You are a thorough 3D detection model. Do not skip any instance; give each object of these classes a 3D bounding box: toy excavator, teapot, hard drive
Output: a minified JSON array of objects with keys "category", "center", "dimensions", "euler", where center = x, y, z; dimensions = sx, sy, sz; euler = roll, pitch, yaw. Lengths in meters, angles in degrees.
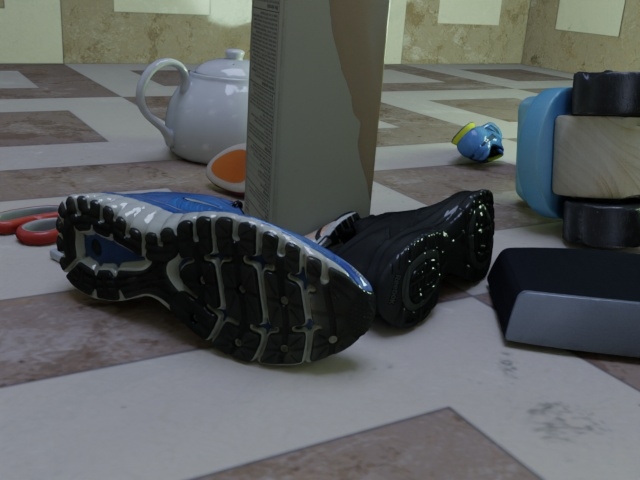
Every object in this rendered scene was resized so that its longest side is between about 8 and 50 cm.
[{"category":"toy excavator","center":[0.408,-0.150,1.181],"dimensions":[0.433,0.222,0.445],"euler":[-7,13,-31]},{"category":"teapot","center":[-0.161,-0.245,1.335],"dimensions":[0.253,0.187,0.256],"euler":[6,20,9]},{"category":"hard drive","center":[0.304,0.059,0.748],"dimensions":[0.255,0.054,0.172],"euler":[5,19,4]}]

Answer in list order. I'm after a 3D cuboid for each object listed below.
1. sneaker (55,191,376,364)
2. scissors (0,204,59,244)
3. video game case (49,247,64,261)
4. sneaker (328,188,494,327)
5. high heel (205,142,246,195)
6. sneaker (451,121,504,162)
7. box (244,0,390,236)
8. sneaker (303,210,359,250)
[{"category":"sneaker","center":[-0.089,0.010,0.704],"dimensions":[0.330,0.129,0.147],"euler":[18,23,29]},{"category":"scissors","center":[-0.274,-0.041,0.978],"dimensions":[0.109,0.021,0.297],"euler":[18,25,40]},{"category":"video game case","center":[-0.226,0.022,0.824],"dimensions":[0.122,0.011,0.087],"euler":[19,24,38]},{"category":"sneaker","center":[0.099,0.001,0.813],"dimensions":[0.130,0.109,0.286],"euler":[10,17,34]},{"category":"high heel","center":[-0.051,-0.091,1.126],"dimensions":[0.244,0.082,0.117],"euler":[-2,-17,28]},{"category":"sneaker","center":[0.319,-0.179,1.446],"dimensions":[0.082,0.069,0.209],"euler":[46,24,14]},{"category":"box","center":[-0.013,-0.141,0.874],"dimensions":[0.121,0.311,0.148],"euler":[-3,22,-19]},{"category":"sneaker","center":[0.000,0.000,0.830],"dimensions":[0.109,0.040,0.044],"euler":[-39,42,-25]}]
